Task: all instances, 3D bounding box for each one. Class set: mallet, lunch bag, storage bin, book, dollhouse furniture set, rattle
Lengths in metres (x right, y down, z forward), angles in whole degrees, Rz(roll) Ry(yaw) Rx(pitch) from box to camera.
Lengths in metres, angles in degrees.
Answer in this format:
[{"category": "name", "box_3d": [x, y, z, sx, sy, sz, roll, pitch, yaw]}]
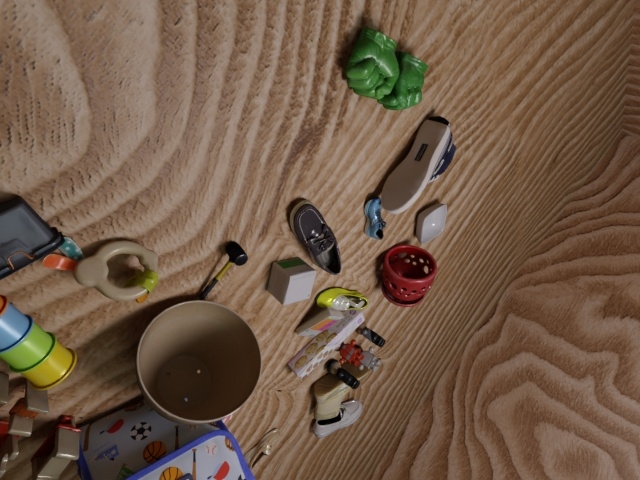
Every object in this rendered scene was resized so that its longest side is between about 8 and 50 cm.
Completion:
[{"category": "mallet", "box_3d": [-0.260, 0.083, 1.048, 0.190, 0.062, 0.039, -44, 141, 12]}, {"category": "lunch bag", "box_3d": [-0.375, 0.566, 1.002, 0.328, 0.385, 0.239, -18, 130, -35]}, {"category": "storage bin", "box_3d": [-0.515, -0.003, 0.682, 0.135, 0.098, 0.091, -36, 127, -21]}, {"category": "book", "box_3d": [0.000, 0.282, 1.409, 0.144, 0.035, 0.096, -36, 146, 19]}, {"category": "dollhouse furniture set", "box_3d": [-0.645, 0.407, 0.850, 0.262, 0.135, 0.259, -52, 130, -2]}, {"category": "rattle", "box_3d": [-0.443, 0.065, 0.847, 0.200, 0.143, 0.130, 4, 83, -30]}]

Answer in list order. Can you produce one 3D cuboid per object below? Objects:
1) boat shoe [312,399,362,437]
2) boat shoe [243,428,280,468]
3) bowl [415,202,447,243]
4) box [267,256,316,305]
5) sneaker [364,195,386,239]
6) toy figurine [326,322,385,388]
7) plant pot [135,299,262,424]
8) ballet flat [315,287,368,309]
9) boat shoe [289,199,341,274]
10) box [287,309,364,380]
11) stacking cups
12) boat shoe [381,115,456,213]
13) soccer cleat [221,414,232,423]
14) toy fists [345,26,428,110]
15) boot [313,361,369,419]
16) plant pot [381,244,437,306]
[{"category": "boat shoe", "box_3d": [0.082, 0.776, 1.857, 0.268, 0.096, 0.088, -13, 132, -29]}, {"category": "boat shoe", "box_3d": [-0.215, 0.802, 1.596, 0.170, 0.059, 0.063, -40, 139, -16]}, {"category": "bowl", "box_3d": [0.418, -0.071, 1.595, 0.142, 0.053, 0.142, -29, 135, -27]}, {"category": "box", "box_3d": [-0.083, 0.116, 1.200, 0.101, 0.087, 0.102, -9, 124, -41]}, {"category": "sneaker", "box_3d": [0.187, -0.071, 1.345, 0.063, 0.073, 0.162, -31, 135, -26]}, {"category": "toy figurine", "box_3d": [0.135, 0.441, 1.625, 0.209, 0.148, 0.213, -28, 133, -37]}, {"category": "plant pot", "box_3d": [-0.309, 0.314, 1.012, 0.284, 0.284, 0.191, -12, 155, -40]}, {"category": "ballet flat", "box_3d": [0.086, 0.211, 1.448, 0.231, 0.077, 0.077, 9, 106, -47]}, {"category": "boat shoe", "box_3d": [0.000, 0.000, 1.193, 0.103, 0.092, 0.285, -41, 140, -16]}, {"category": "box", "box_3d": [0.024, 0.366, 1.511, 0.324, 0.067, 0.063, -40, 140, -15]}, {"category": "stacking cups", "box_3d": [-0.576, 0.146, 0.741, 0.096, 0.096, 0.316, -36, 133, -20]}, {"category": "boat shoe", "box_3d": [0.328, -0.212, 1.334, 0.340, 0.127, 0.158, -57, 143, -1]}, {"category": "soccer cleat", "box_3d": [-0.342, 0.557, 1.267, 0.095, 0.083, 0.248, 29, 83, -21]}, {"category": "toy fists", "box_3d": [0.174, -0.417, 1.061, 0.279, 0.096, 0.142, 3, 116, -48]}, {"category": "boot", "box_3d": [0.084, 0.629, 1.740, 0.262, 0.095, 0.203, -21, 131, -32]}, {"category": "plant pot", "box_3d": [0.323, 0.139, 1.547, 0.191, 0.191, 0.174, -28, 139, -28]}]
